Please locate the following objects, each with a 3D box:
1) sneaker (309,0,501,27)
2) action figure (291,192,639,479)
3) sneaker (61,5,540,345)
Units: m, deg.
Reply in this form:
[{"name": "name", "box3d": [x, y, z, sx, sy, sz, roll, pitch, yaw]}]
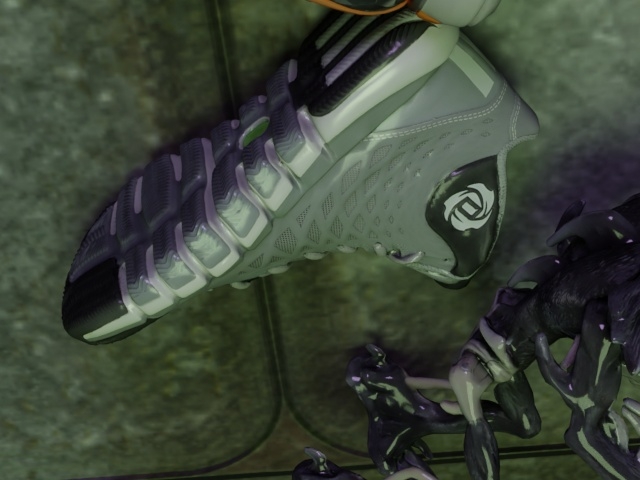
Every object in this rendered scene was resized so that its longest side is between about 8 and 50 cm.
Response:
[{"name": "sneaker", "box3d": [0.002, -0.204, 0.431, 0.180, 0.124, 0.321, 8, 130, -9]}, {"name": "action figure", "box3d": [0.120, 0.066, 0.651, 0.141, 0.164, 0.276, 43, 129, -12]}, {"name": "sneaker", "box3d": [0.000, 0.000, 0.637, 0.229, 0.086, 0.132, -37, 124, 26]}]
